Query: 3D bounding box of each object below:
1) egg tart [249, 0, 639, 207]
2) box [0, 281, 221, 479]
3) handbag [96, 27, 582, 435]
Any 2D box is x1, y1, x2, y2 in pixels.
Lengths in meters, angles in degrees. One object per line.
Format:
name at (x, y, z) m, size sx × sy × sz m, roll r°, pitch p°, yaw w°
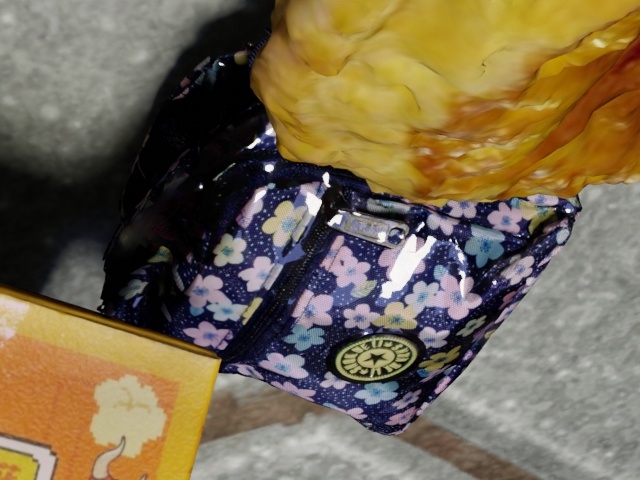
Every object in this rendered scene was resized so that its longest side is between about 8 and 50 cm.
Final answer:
egg tart at (0.169, -0.152, 0.628) m, size 0.443 × 0.178 × 0.443 m, roll -19°, pitch 169°, yaw -4°
box at (-0.243, 0.102, 0.800) m, size 0.283 × 0.214 × 0.259 m, roll 19°, pitch 167°, yaw -30°
handbag at (0.000, 0.000, 0.872) m, size 0.207 × 0.127 × 0.229 m, roll 13°, pitch 140°, yaw -25°
